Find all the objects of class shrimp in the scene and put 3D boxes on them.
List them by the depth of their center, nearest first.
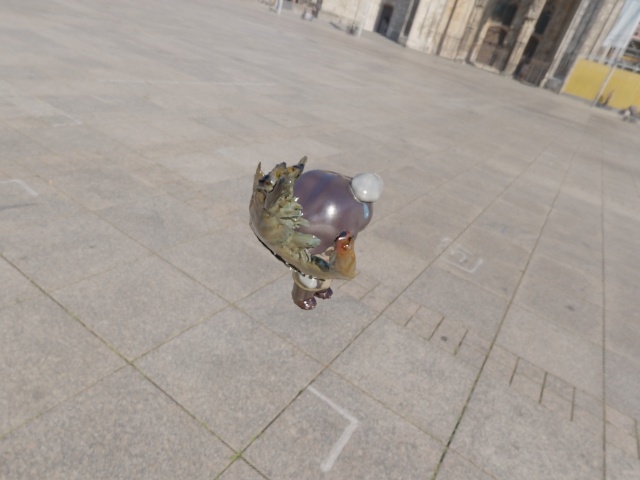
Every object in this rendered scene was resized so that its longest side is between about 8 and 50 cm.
[{"bbox_3d":[-0.021,-0.007,0.542,0.173,0.253,0.058,37,67,1],"label":"shrimp"}]

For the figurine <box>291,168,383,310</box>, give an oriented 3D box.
[{"bbox_3d":[0.010,0.014,0.993,0.218,0.365,0.206,-17,31,-29],"label":"figurine"}]
